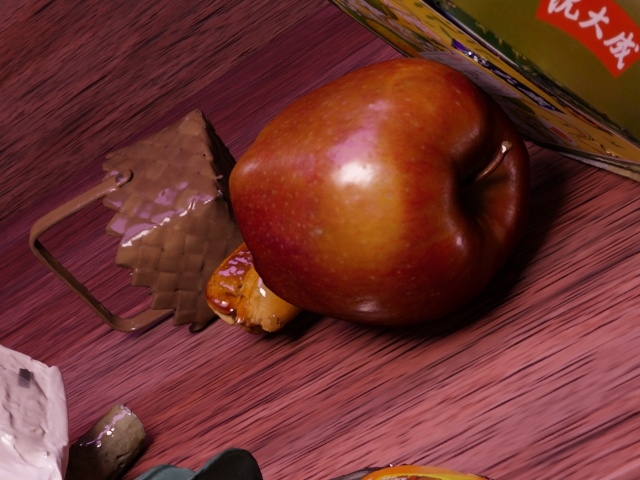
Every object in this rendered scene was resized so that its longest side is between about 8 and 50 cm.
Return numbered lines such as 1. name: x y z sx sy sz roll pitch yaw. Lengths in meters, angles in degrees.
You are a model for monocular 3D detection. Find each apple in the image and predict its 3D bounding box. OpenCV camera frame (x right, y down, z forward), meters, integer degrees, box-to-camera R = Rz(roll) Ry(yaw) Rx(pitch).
1. apple: 0.068 -0.045 1.022 0.317 0.288 0.288 -5 37 36

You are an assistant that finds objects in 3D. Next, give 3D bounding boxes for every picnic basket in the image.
1. picnic basket: -0.249 -0.006 1.432 0.321 0.254 0.291 -30 39 10

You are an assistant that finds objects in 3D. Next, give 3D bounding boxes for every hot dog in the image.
1. hot dog: 0.000 0.000 1.259 0.349 0.117 0.158 -46 29 -26

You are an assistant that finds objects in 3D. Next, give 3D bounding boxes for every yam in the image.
1. yam: -0.298 0.291 1.179 0.179 0.078 0.078 -47 24 -24

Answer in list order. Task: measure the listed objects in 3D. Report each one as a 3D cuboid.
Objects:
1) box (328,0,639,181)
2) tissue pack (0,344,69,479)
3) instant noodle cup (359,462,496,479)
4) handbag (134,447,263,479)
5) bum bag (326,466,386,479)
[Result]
1. box: 0.198 -0.227 0.998 0.138 0.373 0.420 -56 14 4
2. tissue pack: -0.436 0.307 1.039 0.356 0.194 0.266 -58 24 12
3. instant noodle cup: 0.055 0.259 0.557 0.230 0.230 0.182 -19 18 36
4. handbag: -0.114 0.299 0.581 0.089 0.238 0.326 -15 10 30
5. bum bag: -0.070 0.281 0.840 0.340 0.095 0.144 -21 12 30
